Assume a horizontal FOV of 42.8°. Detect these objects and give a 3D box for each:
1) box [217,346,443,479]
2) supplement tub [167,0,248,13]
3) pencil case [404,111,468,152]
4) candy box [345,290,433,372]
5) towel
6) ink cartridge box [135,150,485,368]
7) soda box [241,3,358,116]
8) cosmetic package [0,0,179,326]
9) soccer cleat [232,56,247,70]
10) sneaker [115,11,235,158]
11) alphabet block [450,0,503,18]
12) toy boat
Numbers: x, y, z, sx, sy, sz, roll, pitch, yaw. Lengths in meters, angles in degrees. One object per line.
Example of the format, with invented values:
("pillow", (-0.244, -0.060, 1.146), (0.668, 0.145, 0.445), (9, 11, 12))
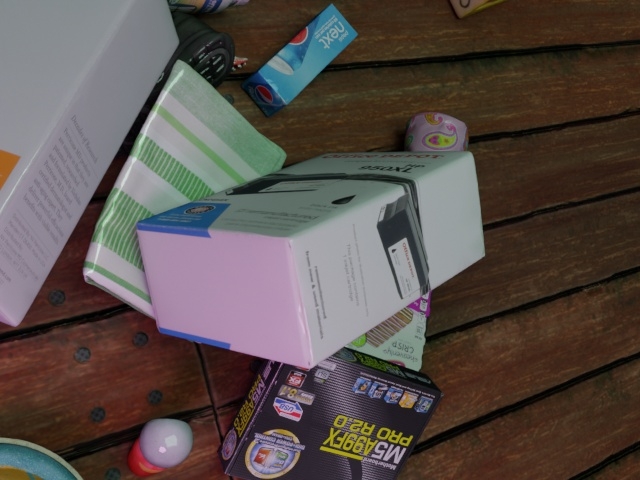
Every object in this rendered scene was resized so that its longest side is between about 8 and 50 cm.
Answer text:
("box", (0.017, 0.265, 1.190), (0.270, 0.060, 0.216), (22, 101, -26))
("supplement tub", (-0.209, -0.414, 1.224), (0.199, 0.144, 0.144), (-10, 84, -33))
("pencil case", (0.179, -0.076, 1.402), (0.124, 0.124, 0.284), (22, 69, -26))
("candy box", (0.085, 0.163, 1.312), (0.159, 0.071, 0.233), (21, 69, -26))
("towel", (-0.181, -0.046, 1.146), (0.248, 0.038, 0.325), (40, 66, -44))
("ink cartridge box", (0.000, 0.000, 1.115), (0.395, 0.285, 0.166), (-26, 113, -45))
("soda box", (-0.033, -0.299, 1.352), (0.071, 0.067, 0.210), (48, 58, -13))
("cosmetic package", (-0.378, -0.153, 0.993), (0.230, 0.161, 0.453), (17, 65, 10))
("soccer cleat", (-0.154, -0.286, 1.298), (0.083, 0.029, 0.036), (-19, 93, -29))
("sneaker", (-0.263, -0.225, 1.180), (0.286, 0.109, 0.130), (-39, 64, -19))
("alphabet block", (0.340, -0.573, 1.574), (0.193, 0.192, 0.197), (-28, 95, -31))
("toy boat", (-0.298, 0.319, 0.981), (0.318, 0.148, 0.267), (-32, 83, -37))
